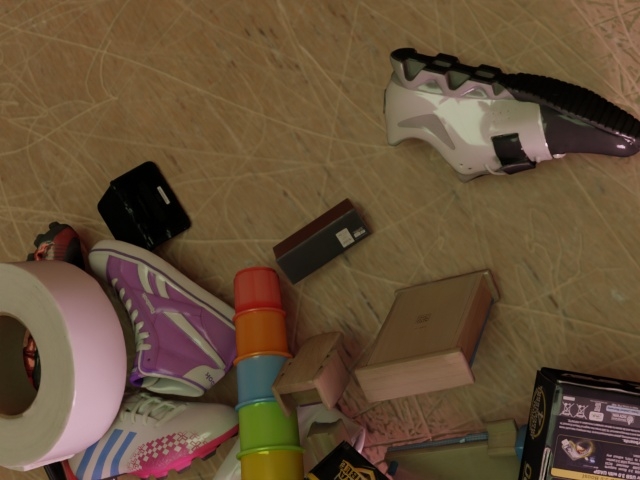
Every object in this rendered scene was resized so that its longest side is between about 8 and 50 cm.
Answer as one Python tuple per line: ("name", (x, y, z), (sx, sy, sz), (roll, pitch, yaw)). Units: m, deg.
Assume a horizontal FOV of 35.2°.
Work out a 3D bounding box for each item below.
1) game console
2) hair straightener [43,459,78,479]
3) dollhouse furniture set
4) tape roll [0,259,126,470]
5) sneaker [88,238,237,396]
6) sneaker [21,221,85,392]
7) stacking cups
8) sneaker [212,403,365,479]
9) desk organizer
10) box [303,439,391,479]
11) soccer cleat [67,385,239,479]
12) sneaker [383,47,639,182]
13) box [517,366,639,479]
("game console", (-0.267, -0.038, 1.517), (0.107, 0.071, 0.122), (-31, 79, -11))
("hair straightener", (-0.393, 0.409, 1.565), (0.089, 0.047, 0.230), (-25, 86, 21))
("dollhouse furniture set", (0.146, 0.236, 1.312), (0.286, 0.198, 0.303), (-15, 110, 27))
("tape roll", (-0.407, 0.170, 1.415), (0.286, 0.100, 0.286), (2, 93, 32))
("sneaker", (-0.250, 0.114, 1.427), (0.282, 0.102, 0.161), (30, 64, 20))
("sneaker", (-0.378, 0.113, 1.519), (0.135, 0.097, 0.276), (10, 97, 22))
("stacking cups", (-0.066, 0.190, 1.332), (0.096, 0.096, 0.316), (-13, 65, 22))
("sneaker", (-0.051, 0.347, 1.387), (0.169, 0.108, 0.293), (32, 101, 21))
("desk organizer", (0.000, 0.000, 1.389), (0.130, 0.050, 0.047), (-33, 112, 4))
("box", (0.078, 0.423, 1.244), (0.257, 0.079, 0.322), (40, 146, 22))
("soccer cleat", (-0.258, 0.264, 1.430), (0.331, 0.116, 0.143), (-23, 95, 35))
("sneaker", (0.236, -0.135, 1.271), (0.330, 0.122, 0.146), (18, 115, 20))
("box", (0.418, 0.330, 1.132), (0.394, 0.097, 0.318), (8, 93, -2))
